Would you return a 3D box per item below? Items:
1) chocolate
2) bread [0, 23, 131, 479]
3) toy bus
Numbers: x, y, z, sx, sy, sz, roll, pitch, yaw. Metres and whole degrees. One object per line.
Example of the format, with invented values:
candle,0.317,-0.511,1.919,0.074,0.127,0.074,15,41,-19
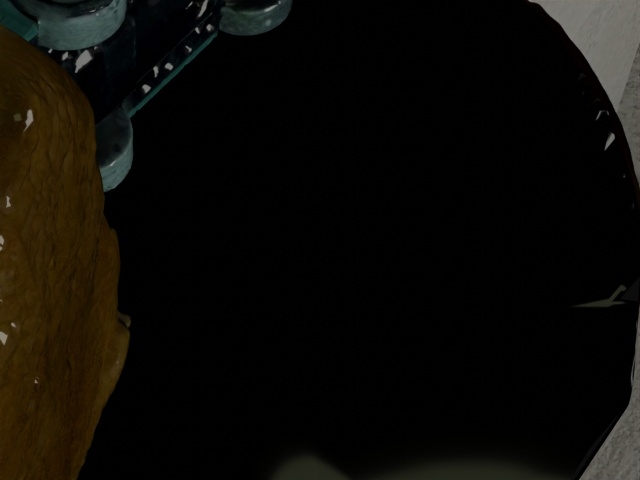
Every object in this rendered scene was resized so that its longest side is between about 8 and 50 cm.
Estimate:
chocolate,0.000,0.000,1.124,0.384,0.383,0.331,-63,179,2
bread,-0.207,0.062,0.653,0.250,0.225,0.279,84,22,-69
toy bus,-0.098,-0.141,0.838,0.256,0.147,0.128,-48,161,-30
